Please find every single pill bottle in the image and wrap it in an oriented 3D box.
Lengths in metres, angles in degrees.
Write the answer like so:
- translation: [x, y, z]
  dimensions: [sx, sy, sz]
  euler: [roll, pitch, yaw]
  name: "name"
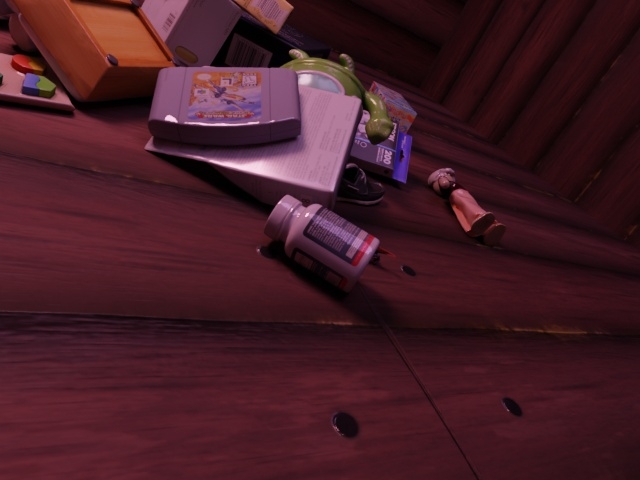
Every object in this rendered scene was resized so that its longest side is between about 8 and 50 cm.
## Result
- translation: [0.000, 0.000, 0.799]
  dimensions: [0.180, 0.108, 0.108]
  euler: [32, 27, 6]
  name: "pill bottle"

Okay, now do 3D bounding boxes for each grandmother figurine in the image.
- translation: [0.426, -0.127, 1.433]
  dimensions: [0.208, 0.104, 0.342]
  euler: [45, 13, -33]
  name: "grandmother figurine"

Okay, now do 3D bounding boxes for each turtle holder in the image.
- translation: [0.009, -0.329, 1.240]
  dimensions: [0.320, 0.243, 0.227]
  euler: [24, 59, -21]
  name: "turtle holder"

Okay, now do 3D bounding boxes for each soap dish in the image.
- translation: [-0.457, -0.423, 1.008]
  dimensions: [0.229, 0.118, 0.291]
  euler: [56, 26, -6]
  name: "soap dish"

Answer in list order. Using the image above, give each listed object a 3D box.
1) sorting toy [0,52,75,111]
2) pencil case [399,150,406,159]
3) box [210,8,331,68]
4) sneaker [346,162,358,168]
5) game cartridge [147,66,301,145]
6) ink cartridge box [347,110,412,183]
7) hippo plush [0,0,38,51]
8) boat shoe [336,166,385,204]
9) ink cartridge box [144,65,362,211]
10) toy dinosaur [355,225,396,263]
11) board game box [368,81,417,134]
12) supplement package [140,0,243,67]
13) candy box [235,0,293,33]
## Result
- translation: [-0.586, -0.313, 0.870]
  dimensions: [0.193, 0.038, 0.208]
  euler: [-2, 40, -45]
  name: "sorting toy"
- translation: [0.168, -0.317, 1.510]
  dimensions: [0.236, 0.104, 0.104]
  euler: [28, 27, 0]
  name: "pencil case"
- translation: [-0.174, -0.624, 1.594]
  dimensions: [0.293, 0.212, 0.395]
  euler: [29, 28, 3]
  name: "box"
- translation: [0.027, -0.178, 1.207]
  dimensions: [0.158, 0.061, 0.065]
  euler: [2, 11, -43]
  name: "sneaker"
- translation: [-0.189, -0.277, 0.949]
  dimensions: [0.297, 0.062, 0.198]
  euler: [-2, 49, -6]
  name: "game cartridge"
- translation: [0.182, -0.291, 1.414]
  dimensions: [0.208, 0.045, 0.206]
  euler: [18, 57, -8]
  name: "ink cartridge box"
- translation: [-0.640, -0.582, 1.068]
  dimensions: [0.236, 0.234, 0.294]
  euler: [35, 29, 11]
  name: "hippo plush"
- translation: [0.087, -0.141, 1.155]
  dimensions: [0.233, 0.079, 0.084]
  euler: [2, 35, -43]
  name: "boat shoe"
- translation: [-0.126, -0.224, 1.004]
  dimensions: [0.385, 0.091, 0.308]
  euler: [13, 53, 5]
  name: "ink cartridge box"
- translation: [0.097, 0.002, 0.927]
  dimensions: [0.047, 0.090, 0.082]
  euler: [-80, 150, -51]
  name: "toy dinosaur"
- translation: [0.269, -0.523, 1.904]
  dimensions: [0.144, 0.142, 0.275]
  euler: [20, 28, -16]
  name: "board game box"
- translation: [-0.371, -0.575, 1.247]
  dimensions: [0.145, 0.262, 0.204]
  euler: [16, 26, -52]
  name: "supplement package"
- translation: [-0.223, -0.694, 1.256]
  dimensions: [0.316, 0.087, 0.183]
  euler: [34, 16, -18]
  name: "candy box"
